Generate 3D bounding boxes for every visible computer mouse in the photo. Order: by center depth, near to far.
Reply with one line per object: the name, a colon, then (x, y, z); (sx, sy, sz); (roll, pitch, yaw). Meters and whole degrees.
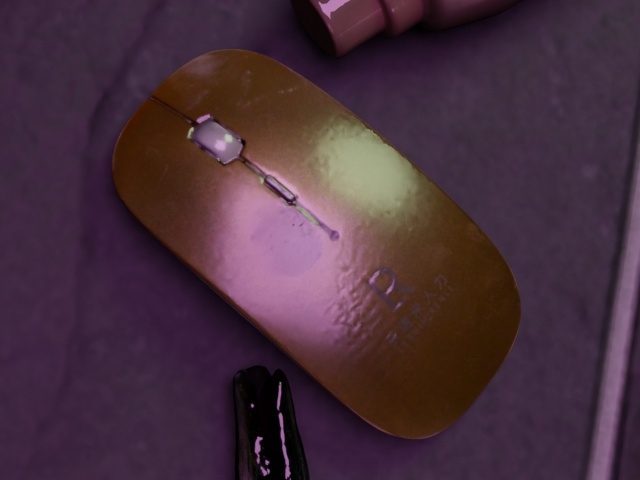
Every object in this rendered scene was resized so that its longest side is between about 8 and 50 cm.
computer mouse: (0.001, 0.000, 0.663); (0.199, 0.045, 0.102); (43, 75, -3)

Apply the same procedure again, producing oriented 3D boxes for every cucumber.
cucumber: (-0.018, 0.122, 0.650); (0.034, 0.033, 0.135); (9, 79, -47)

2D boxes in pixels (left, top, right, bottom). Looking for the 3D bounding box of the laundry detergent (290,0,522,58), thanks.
laundry detergent: (0.069, -0.195, 0.687); (0.237, 0.076, 0.171); (-33, 89, -10)
